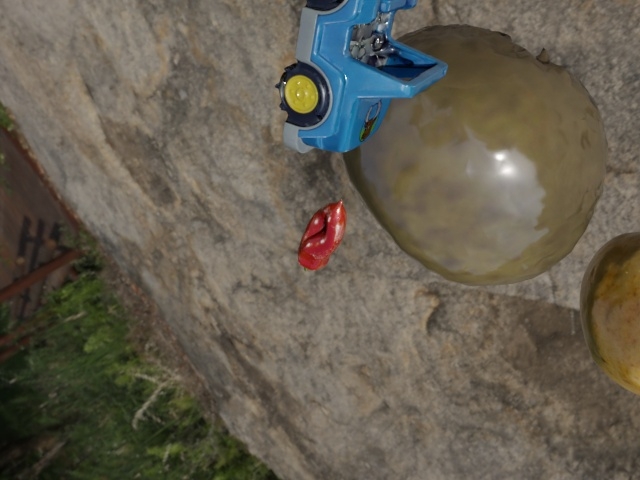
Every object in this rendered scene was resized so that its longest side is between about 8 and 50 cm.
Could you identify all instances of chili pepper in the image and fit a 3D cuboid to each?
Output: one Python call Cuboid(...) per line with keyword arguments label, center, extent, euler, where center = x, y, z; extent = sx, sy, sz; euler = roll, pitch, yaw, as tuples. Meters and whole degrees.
Cuboid(label="chili pepper", center=(0.000, 0.001, 0.919), extent=(0.191, 0.050, 0.059), euler=(116, 150, -55))

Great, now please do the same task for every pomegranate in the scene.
Cuboid(label="pomegranate", center=(0.558, 0.125, 1.072), extent=(0.307, 0.307, 0.307), euler=(33, 141, 32))

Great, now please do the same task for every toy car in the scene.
Cuboid(label="toy car", center=(0.039, -0.148, 0.478), extent=(0.100, 0.097, 0.191), euler=(24, 123, 18))

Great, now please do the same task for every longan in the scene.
Cuboid(label="longan", center=(0.243, -0.143, 1.067), extent=(0.436, 0.404, 0.404), euler=(51, 148, -5))
